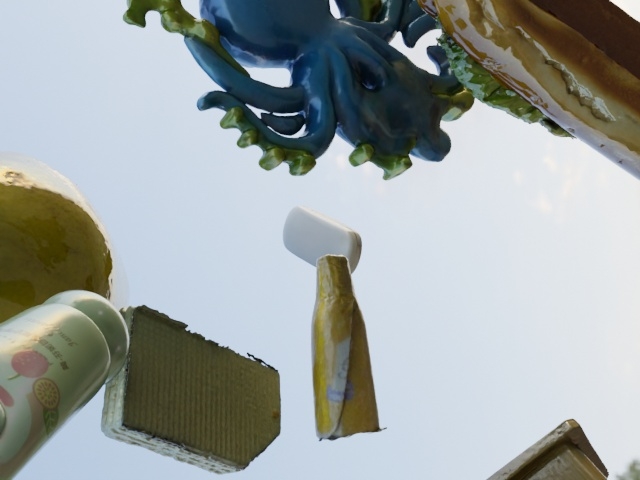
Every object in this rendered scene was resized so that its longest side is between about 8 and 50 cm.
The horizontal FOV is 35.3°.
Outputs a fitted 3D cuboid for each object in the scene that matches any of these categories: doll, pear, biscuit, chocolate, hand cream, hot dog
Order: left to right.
[{"bbox_3d":[-0.256,0.125,0.793,0.093,0.147,0.306,-66,-9,23],"label":"hand cream"},{"bbox_3d":[-0.345,0.037,1.160,0.336,0.284,0.285,-9,-87,-54],"label":"pear"},{"bbox_3d":[-0.140,0.181,1.150,0.252,0.052,0.150,31,-133,-42],"label":"biscuit"},{"bbox_3d":[0.001,-0.196,1.028,0.341,0.098,0.346,43,-124,-10],"label":"doll"},{"bbox_3d":[0.020,0.124,1.196,0.085,0.085,0.219,10,-110,-57],"label":"chocolate"},{"bbox_3d":[0.219,-0.142,0.849,0.337,0.100,0.135,31,-127,-12],"label":"hot dog"}]

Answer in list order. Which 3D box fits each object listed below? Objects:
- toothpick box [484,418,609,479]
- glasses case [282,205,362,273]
[{"bbox_3d":[0.365,0.420,1.291,0.190,0.308,0.187,-38,-44,-1],"label":"toothpick box"},{"bbox_3d":[0.000,0.000,1.602,0.051,0.204,0.081,8,-77,-33],"label":"glasses case"}]
